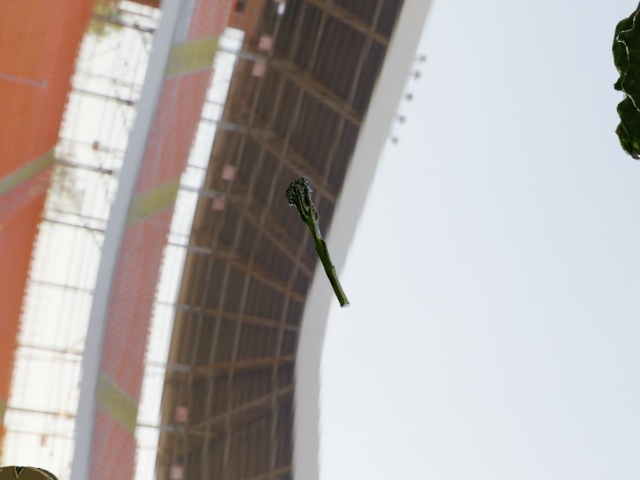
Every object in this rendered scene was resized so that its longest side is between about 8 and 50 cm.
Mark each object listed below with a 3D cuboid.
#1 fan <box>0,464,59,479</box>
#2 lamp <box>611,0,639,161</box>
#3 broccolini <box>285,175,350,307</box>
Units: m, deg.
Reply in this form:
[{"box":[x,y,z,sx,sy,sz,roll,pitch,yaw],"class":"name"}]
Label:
[{"box":[-0.266,0.292,1.147,0.008,0.226,0.153,122,-33,-58],"class":"fan"},{"box":[0.290,-0.093,0.692,0.177,0.274,0.177,0,-90,42],"class":"lamp"},{"box":[0.001,-0.001,1.659,0.044,0.042,0.218,68,-3,-61],"class":"broccolini"}]
